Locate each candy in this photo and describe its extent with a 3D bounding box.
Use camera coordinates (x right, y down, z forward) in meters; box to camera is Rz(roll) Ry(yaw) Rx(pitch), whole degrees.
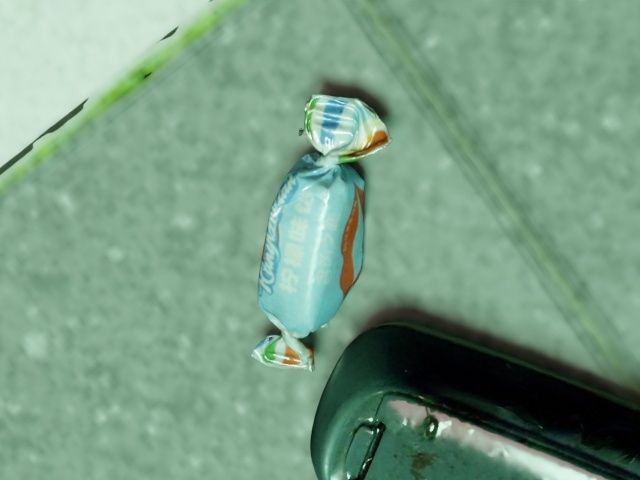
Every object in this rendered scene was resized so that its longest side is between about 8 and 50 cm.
[{"bbox_3d":[0.001,0.000,0.503,0.030,0.020,0.083,17,110,18],"label":"candy"}]

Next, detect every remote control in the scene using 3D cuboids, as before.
[{"bbox_3d":[0.098,0.090,0.479,0.222,0.042,0.072,26,112,12],"label":"remote control"}]
